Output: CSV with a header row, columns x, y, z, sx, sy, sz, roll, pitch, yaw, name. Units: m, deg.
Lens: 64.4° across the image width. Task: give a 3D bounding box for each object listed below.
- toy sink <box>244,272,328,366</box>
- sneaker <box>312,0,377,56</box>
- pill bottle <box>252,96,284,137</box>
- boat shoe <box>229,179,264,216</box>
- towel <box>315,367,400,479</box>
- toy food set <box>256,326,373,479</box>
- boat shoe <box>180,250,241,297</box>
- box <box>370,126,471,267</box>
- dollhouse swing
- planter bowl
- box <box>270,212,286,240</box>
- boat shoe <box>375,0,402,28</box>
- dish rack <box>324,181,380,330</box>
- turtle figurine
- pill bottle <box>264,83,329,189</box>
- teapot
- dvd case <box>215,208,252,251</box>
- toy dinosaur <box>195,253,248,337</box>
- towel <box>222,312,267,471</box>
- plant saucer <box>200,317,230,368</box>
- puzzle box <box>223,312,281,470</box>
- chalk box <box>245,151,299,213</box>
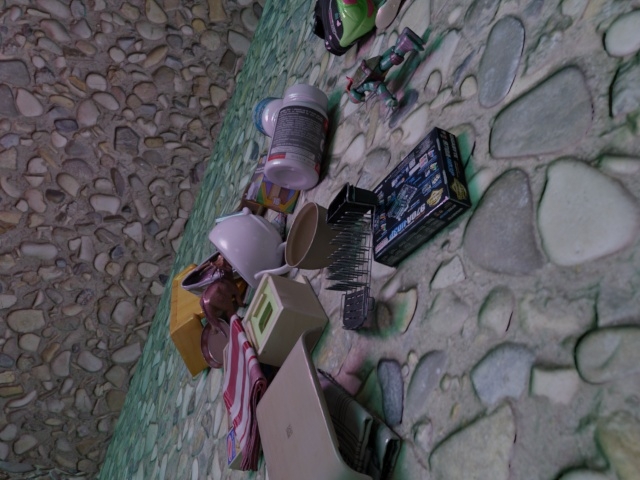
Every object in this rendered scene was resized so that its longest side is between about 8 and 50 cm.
x,y,z,sx,sy,sz,roll,pitch,yaw,name
-0.098,0.180,1.250,0.152,0.131,0.234,-63,24,16,toy sink
0.040,-0.749,1.598,0.202,0.185,0.482,-47,31,35,sneaker
-0.150,-0.435,1.816,0.146,0.146,0.264,-67,24,8,pill bottle
-0.266,-0.099,1.892,0.302,0.109,0.098,-60,-15,24,boat shoe
0.006,0.429,0.930,0.324,0.056,0.312,14,85,66,towel
-0.015,0.339,0.903,0.219,0.092,0.306,-60,34,29,toy food set
-0.330,0.078,1.737,0.320,0.103,0.118,-35,64,7,boat shoe
0.174,-0.077,0.952,0.220,0.051,0.175,-46,34,44,box
-0.392,0.256,1.931,0.347,0.305,0.315,-114,7,-57,dollhouse swing
0.000,0.000,1.202,0.162,0.109,0.162,-46,35,45,planter bowl
-0.154,-0.017,1.654,0.137,0.027,0.094,-42,38,48,box
0.191,-0.629,1.354,0.133,0.049,0.042,-61,-4,37,boat shoe
0.055,0.040,1.011,0.208,0.074,0.271,130,146,-76,dish rack
0.142,-0.380,1.190,0.234,0.118,0.175,-47,32,33,turtle figurine
-0.063,-0.308,1.509,0.161,0.161,0.283,-26,49,58,pill bottle
-0.193,0.013,1.517,0.187,0.256,0.252,-42,-2,-11,teapot
-0.311,0.008,1.826,0.165,0.018,0.221,-10,75,30,dvd case
-0.325,0.168,1.597,0.127,0.200,0.295,-11,38,15,toy dinosaur
-0.190,0.346,1.212,0.329,0.037,0.237,-139,54,-64,towel
-0.340,0.345,1.710,0.168,0.029,0.168,-5,83,38,plant saucer
-0.179,0.360,1.373,0.272,0.052,0.409,-57,27,23,puzzle box
-0.134,-0.205,1.629,0.132,0.132,0.213,14,85,68,chalk box
